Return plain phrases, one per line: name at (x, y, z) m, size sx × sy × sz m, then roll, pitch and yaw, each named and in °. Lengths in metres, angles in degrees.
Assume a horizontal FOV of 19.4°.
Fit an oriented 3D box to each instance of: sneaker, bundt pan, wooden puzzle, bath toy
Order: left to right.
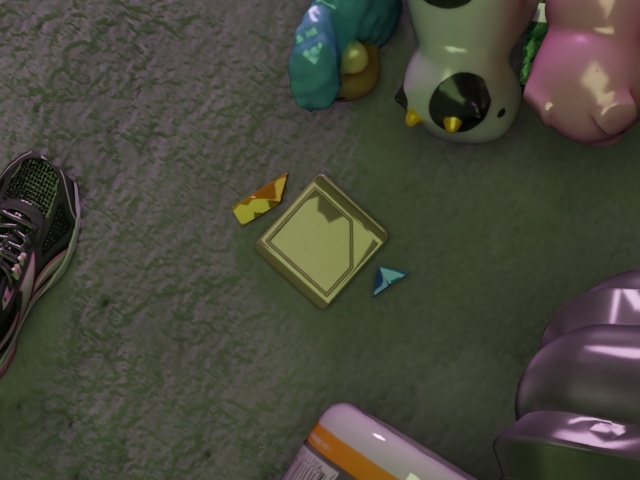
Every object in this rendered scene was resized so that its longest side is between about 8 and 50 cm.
sneaker at (-0.218, 0.025, 1.282) m, size 0.072 × 0.077 × 0.178 m, roll 18°, pitch 86°, yaw 4°
wooden puzzle at (0.000, 0.000, 1.303) m, size 0.078 × 0.014 × 0.116 m, roll -41°, pitch 84°, yaw 4°
bath toy at (0.156, -0.122, 1.194) m, size 0.348 × 0.129 × 0.151 m, roll 7°, pitch 124°, yaw 27°
bundt pan at (0.189, 0.163, 1.141) m, size 0.124 × 0.331 × 0.330 m, roll 11°, pitch 86°, yaw 25°

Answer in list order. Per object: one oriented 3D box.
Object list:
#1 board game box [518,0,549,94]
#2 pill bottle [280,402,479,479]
board game box at (0.272, -0.152, 1.289) m, size 0.260 × 0.030 × 0.136 m, roll 7°, pitch 88°, yaw 4°
pill bottle at (0.004, 0.258, 1.208) m, size 0.162 × 0.162 × 0.278 m, roll 31°, pitch 89°, yaw 5°
